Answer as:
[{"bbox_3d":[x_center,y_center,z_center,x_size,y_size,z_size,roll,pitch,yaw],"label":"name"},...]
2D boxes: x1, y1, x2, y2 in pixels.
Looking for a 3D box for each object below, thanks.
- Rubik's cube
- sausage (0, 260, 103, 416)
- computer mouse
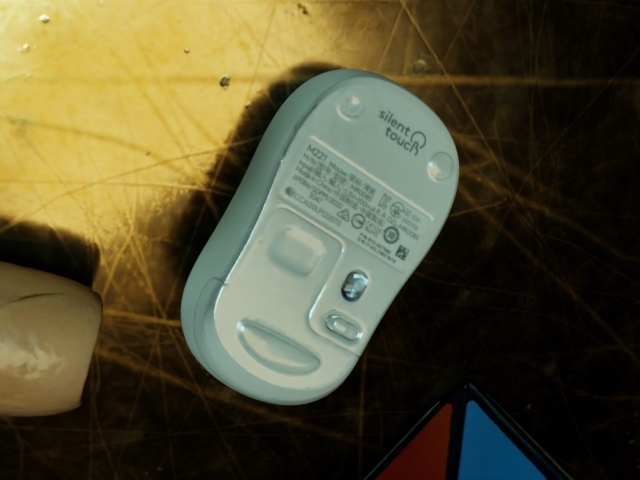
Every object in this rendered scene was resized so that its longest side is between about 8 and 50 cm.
[{"bbox_3d":[0.204,0.355,0.689,0.246,0.248,0.250,-46,119,2],"label":"Rubik's cube"},{"bbox_3d":[-0.322,0.057,0.452,0.305,0.121,0.121,16,103,-26],"label":"sausage"},{"bbox_3d":[0.000,0.000,0.552,0.184,0.121,0.296,27,83,-15],"label":"computer mouse"}]
